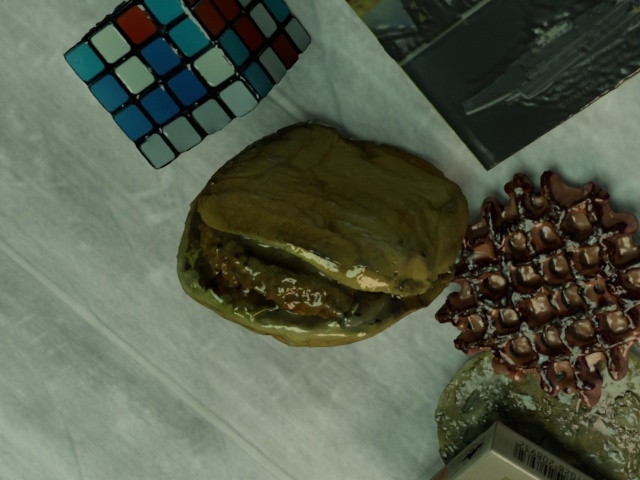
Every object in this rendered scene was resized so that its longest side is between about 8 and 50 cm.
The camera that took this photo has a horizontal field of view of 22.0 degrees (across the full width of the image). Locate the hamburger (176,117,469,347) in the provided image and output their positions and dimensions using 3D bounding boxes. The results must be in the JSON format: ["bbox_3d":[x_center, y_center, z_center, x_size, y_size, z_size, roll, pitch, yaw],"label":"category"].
[{"bbox_3d":[0.000,-0.001,1.591,0.259,0.283,0.144,29,118,23],"label":"hamburger"}]

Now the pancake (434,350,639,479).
[{"bbox_3d":[0.261,0.212,1.753,0.282,0.049,0.282,9,121,16],"label":"pancake"}]

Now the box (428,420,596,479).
[{"bbox_3d":[0.280,0.347,1.776,0.365,0.051,0.204,31,132,-10],"label":"box"}]

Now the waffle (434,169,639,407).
[{"bbox_3d":[0.232,0.045,1.648,0.221,0.055,0.234,27,118,15],"label":"waffle"}]

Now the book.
[{"bbox_3d":[0.140,-0.268,1.539,0.262,0.028,0.374,-34,103,35],"label":"book"}]

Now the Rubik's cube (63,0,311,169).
[{"bbox_3d":[-0.128,-0.189,1.614,0.154,0.155,0.151,-29,107,33],"label":"Rubik's cube"}]
